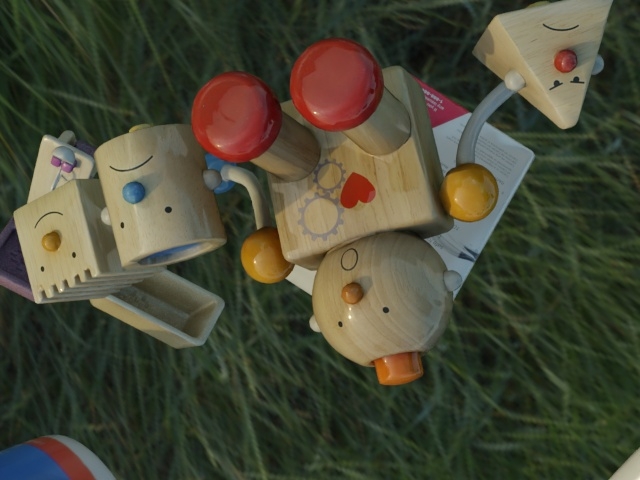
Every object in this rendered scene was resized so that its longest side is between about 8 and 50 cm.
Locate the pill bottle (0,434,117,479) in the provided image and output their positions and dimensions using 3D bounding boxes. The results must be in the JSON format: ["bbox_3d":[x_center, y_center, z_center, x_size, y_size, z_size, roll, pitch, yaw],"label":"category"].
[{"bbox_3d":[-0.194,0.179,0.631,0.221,0.124,0.124,-19,120,-35],"label":"pill bottle"}]

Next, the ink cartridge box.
[{"bbox_3d":[0.053,-0.018,0.914,0.109,0.063,0.150,33,67,-1],"label":"ink cartridge box"}]

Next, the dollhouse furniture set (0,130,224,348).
[{"bbox_3d":[-0.087,-0.013,0.676,0.114,0.091,0.081,28,137,-2],"label":"dollhouse furniture set"}]

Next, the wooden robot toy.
[{"bbox_3d":[0.000,0.000,0.353,0.173,0.076,0.079,-18,80,18],"label":"wooden robot toy"}]

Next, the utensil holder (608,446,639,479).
[{"bbox_3d":[0.322,0.313,0.793,0.385,0.327,0.328,34,95,-2],"label":"utensil holder"}]
